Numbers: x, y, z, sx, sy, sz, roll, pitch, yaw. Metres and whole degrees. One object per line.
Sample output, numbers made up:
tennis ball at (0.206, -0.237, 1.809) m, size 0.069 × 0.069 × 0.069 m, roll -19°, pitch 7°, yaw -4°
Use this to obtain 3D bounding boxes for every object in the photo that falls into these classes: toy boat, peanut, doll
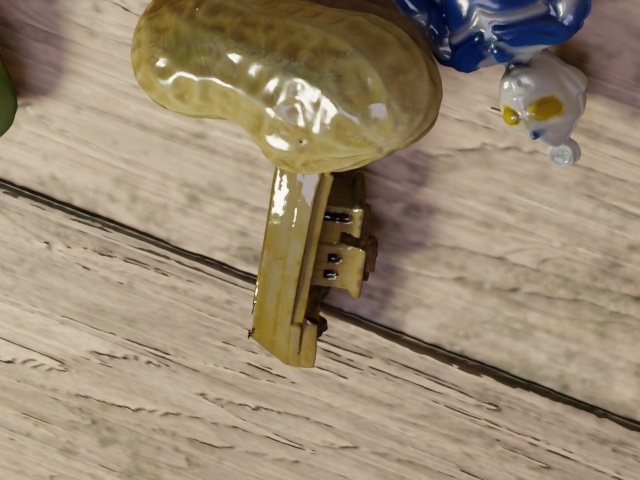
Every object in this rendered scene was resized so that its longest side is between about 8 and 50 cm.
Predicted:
toy boat at (0.000, 0.000, 0.945) m, size 0.072 × 0.064 × 0.206 m, roll 8°, pitch 135°, yaw -4°
peanut at (-0.022, -0.090, 0.843) m, size 0.194 × 0.083 × 0.093 m, roll 15°, pitch 128°, yaw 31°
doll at (0.087, -0.130, 0.792) m, size 0.114 × 0.057 × 0.227 m, roll -20°, pitch 119°, yaw 31°

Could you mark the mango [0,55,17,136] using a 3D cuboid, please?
mango at (-0.258, -0.128, 0.921) m, size 0.130 × 0.092 × 0.194 m, roll -23°, pitch 128°, yaw 34°
